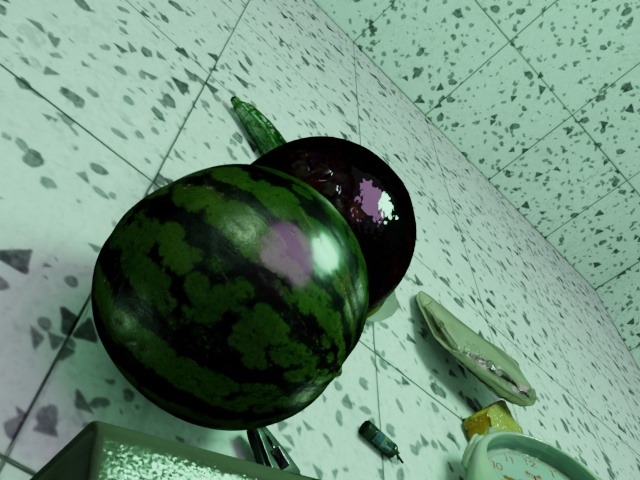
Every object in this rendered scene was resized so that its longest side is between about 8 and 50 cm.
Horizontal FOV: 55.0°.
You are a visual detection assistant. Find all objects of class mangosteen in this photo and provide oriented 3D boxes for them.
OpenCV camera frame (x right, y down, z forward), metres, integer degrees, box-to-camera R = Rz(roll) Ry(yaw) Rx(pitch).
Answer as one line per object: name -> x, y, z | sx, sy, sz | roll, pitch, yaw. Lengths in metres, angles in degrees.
mangosteen -> 0.007, -0.011, 0.940 | 0.297, 0.297, 0.313 | 59, 18, 20

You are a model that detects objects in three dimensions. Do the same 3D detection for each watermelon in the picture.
watermelon -> -0.089, 0.059, 0.667 | 0.285, 0.285, 0.285 | 39, 27, -24

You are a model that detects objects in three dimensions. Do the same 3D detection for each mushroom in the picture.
mushroom -> 0.082, 0.056, 1.219 | 0.092, 0.081, 0.223 | 52, 11, -52

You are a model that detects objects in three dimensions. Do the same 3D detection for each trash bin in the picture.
trash bin -> -0.117, 0.257, 0.500 | 0.240, 0.164, 0.122 | 30, 30, -31

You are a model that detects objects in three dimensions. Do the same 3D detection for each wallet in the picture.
wallet -> 0.342, 0.245, 1.349 | 0.335, 0.068, 0.275 | 38, 8, -7

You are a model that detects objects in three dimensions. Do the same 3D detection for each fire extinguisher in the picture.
fire extinguisher -> 0.095, 0.309, 0.942 | 0.083, 0.025, 0.038 | 44, 2, -14

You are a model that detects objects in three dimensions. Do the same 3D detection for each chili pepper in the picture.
chili pepper -> -0.122, -0.219, 1.291 | 0.227, 0.059, 0.088 | 52, 29, 9

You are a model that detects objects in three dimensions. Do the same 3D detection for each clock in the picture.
clock -> 0.354, 0.429, 1.002 | 0.265, 0.109, 0.324 | 18, 17, 4

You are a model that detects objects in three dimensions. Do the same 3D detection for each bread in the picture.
bread -> 0.348, 0.383, 1.229 | 0.187, 0.065, 0.103 | 4, 56, -56

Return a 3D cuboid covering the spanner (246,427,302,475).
spanner -> 0.005, 0.355, 0.705 | 0.325, 0.040, 0.095 | 57, 24, 11
